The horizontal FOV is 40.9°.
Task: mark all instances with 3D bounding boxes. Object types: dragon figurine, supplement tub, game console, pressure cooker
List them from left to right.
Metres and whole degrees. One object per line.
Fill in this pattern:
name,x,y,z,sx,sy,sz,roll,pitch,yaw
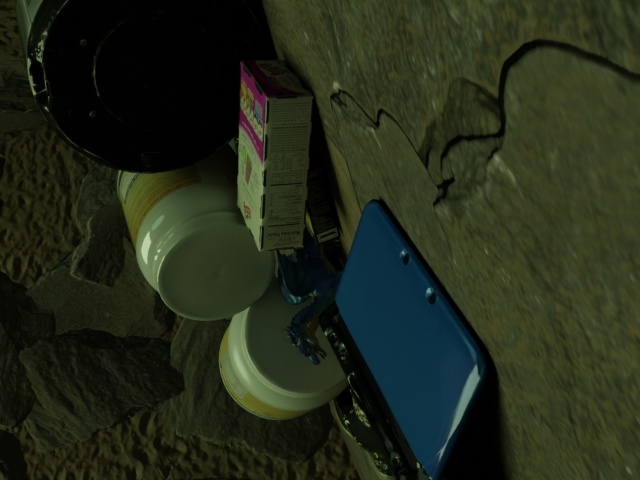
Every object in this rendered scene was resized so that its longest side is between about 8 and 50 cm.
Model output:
pressure cooker,-0.304,-0.354,1.402,0.420,0.370,0.375,-125,19,-51
supplement tub,-0.213,-0.034,1.466,0.316,0.228,0.228,-120,11,-50
supplement tub,-0.058,0.199,1.578,0.331,0.241,0.241,124,125,-70
dragon figurine,-0.027,0.052,1.392,0.085,0.144,0.289,90,158,-71
game console,0.126,0.139,0.946,0.250,0.173,0.293,35,-163,-37

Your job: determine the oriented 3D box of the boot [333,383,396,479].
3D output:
boot,0.084,0.299,1.535,0.236,0.085,0.178,52,161,48

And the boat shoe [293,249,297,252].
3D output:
boat shoe,-0.052,-0.031,1.787,0.049,0.042,0.133,-117,10,-55

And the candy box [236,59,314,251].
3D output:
candy box,-0.069,-0.123,1.226,0.159,0.071,0.233,-121,31,-56

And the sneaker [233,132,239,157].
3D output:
sneaker,-0.111,-0.149,1.602,0.147,0.105,0.295,72,179,-69

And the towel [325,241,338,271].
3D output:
towel,0.000,0.000,1.510,0.067,0.029,0.119,-150,39,-79

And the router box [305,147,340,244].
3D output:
router box,-0.027,-0.095,1.358,0.179,0.046,0.133,-121,13,-53

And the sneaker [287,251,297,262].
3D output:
sneaker,-0.028,0.082,1.800,0.092,0.087,0.228,62,-179,-13

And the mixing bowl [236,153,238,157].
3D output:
mixing bowl,-0.136,-0.123,1.915,0.181,0.098,0.181,159,90,-84
